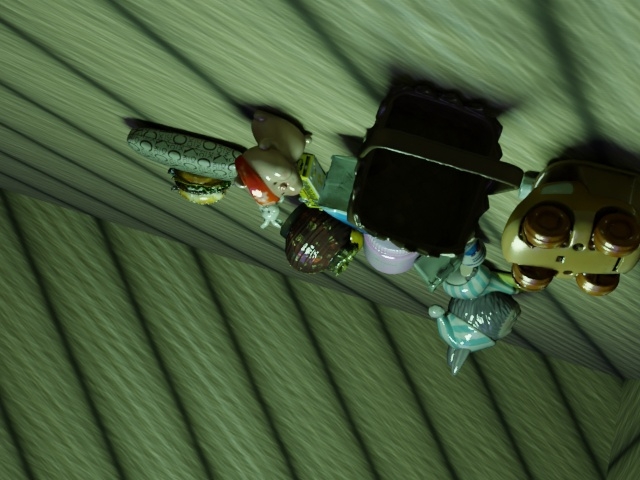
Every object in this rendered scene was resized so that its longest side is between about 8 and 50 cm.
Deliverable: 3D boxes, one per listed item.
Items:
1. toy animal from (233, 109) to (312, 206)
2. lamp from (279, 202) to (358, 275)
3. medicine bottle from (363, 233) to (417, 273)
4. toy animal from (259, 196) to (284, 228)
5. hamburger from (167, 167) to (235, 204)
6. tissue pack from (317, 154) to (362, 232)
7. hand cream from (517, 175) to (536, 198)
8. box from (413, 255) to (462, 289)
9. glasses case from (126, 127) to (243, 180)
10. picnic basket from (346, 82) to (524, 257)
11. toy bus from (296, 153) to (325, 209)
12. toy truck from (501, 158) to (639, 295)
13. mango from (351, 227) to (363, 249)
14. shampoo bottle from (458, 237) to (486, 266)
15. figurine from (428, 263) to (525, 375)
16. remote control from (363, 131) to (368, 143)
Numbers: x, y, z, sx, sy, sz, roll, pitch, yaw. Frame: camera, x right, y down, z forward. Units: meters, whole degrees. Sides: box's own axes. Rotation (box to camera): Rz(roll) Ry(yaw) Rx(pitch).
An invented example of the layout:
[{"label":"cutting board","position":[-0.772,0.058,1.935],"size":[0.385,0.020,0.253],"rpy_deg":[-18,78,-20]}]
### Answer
[{"label":"toy animal","position":[-0.114,-0.177,1.597],"size":[0.171,0.197,0.171],"rpy_deg":[18,172,3]},{"label":"lamp","position":[0.000,0.000,2.151],"size":[0.247,0.246,0.247],"rpy_deg":[15,168,3]},{"label":"medicine bottle","position":[0.205,-0.019,1.937],"size":[0.178,0.178,0.290],"rpy_deg":[14,167,7]},{"label":"toy animal","position":[-0.151,-0.103,2.141],"size":[0.071,0.124,0.085],"rpy_deg":[6,166,22]},{"label":"hamburger","position":[-0.345,-0.166,2.026],"size":[0.190,0.093,0.164],"rpy_deg":[17,-150,9]},{"label":"tissue pack","position":[0.138,-0.088,1.657],"size":[0.198,0.146,0.263],"rpy_deg":[16,178,22]},{"label":"hand cream","position":[0.550,-0.090,1.491],"size":[0.255,0.048,0.079],"rpy_deg":[13,154,10]},{"label":"box","position":[0.324,0.071,1.981],"size":[0.093,0.124,0.172],"rpy_deg":[46,180,11]},{"label":"glasses case","position":[-0.349,-0.232,1.911],"size":[0.355,0.085,0.137],"rpy_deg":[15,168,7]},{"label":"picnic basket","position":[0.187,-0.121,1.248],"size":[0.254,0.291,0.321],"rpy_deg":[17,176,-6]},{"label":"toy bus","position":[-0.030,-0.158,1.867],"size":[0.074,0.081,0.226],"rpy_deg":[7,162,16]},{"label":"toy truck","position":[0.505,-0.022,1.383],"size":[0.288,0.211,0.204],"rpy_deg":[6,145,9]},{"label":"mango","position":[0.073,0.002,2.383],"size":[0.137,0.098,0.195],"rpy_deg":[23,161,-13]},{"label":"shampoo bottle","position":[0.385,-0.010,1.953],"size":[0.092,0.092,0.303],"rpy_deg":[9,165,27]},{"label":"figurine","position":[0.506,0.269,2.368],"size":[0.266,0.377,0.361],"rpy_deg":[3,163,45]},{"label":"remote control","position":[0.208,-0.192,1.503],"size":[0.234,0.038,0.098],"rpy_deg":[9,167,24]}]
